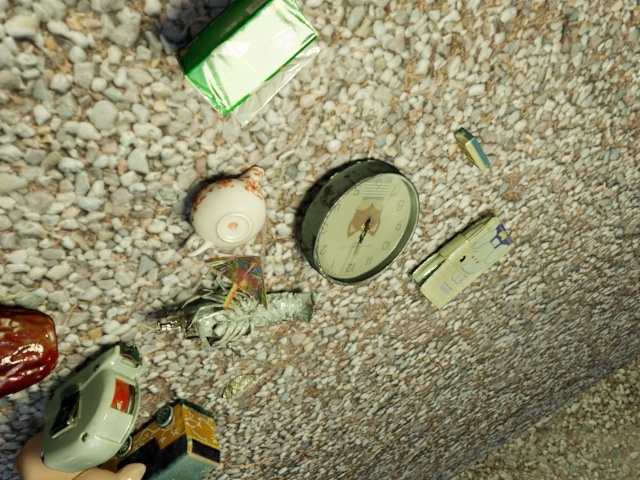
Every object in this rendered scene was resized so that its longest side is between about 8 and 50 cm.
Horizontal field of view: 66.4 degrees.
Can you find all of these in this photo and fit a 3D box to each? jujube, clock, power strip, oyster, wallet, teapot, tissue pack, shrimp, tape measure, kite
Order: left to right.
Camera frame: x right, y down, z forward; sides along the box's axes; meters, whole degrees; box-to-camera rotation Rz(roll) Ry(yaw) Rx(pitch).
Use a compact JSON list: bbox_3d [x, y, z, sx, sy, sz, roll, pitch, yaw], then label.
[{"bbox_3d":[-0.685,0.227,0.938,0.317,0.223,0.223,-6,129,-33],"label":"jujube"},{"bbox_3d":[-0.536,0.394,1.142,0.243,0.246,0.125,-36,130,12],"label":"tape measure"},{"bbox_3d":[-0.204,-0.047,1.048,0.245,0.116,0.159,-34,145,10],"label":"teapot"},{"bbox_3d":[-0.203,0.188,1.201,0.410,0.166,0.222,-5,96,-38],"label":"shrimp"},{"bbox_3d":[-0.237,0.445,1.460,0.098,0.037,0.100,0,126,-26],"label":"oyster"},{"bbox_3d":[-0.187,0.093,1.159,0.190,0.159,0.010,39,146,-4],"label":"kite"},{"bbox_3d":[-0.114,-0.314,0.836,0.209,0.148,0.156,-40,132,6],"label":"tissue pack"},{"bbox_3d":[0.105,-0.035,1.199,0.324,0.067,0.325,-19,129,-25],"label":"clock"},{"bbox_3d":[0.431,0.065,1.472,0.309,0.077,0.223,-42,136,6],"label":"wallet"},{"bbox_3d":[0.380,-0.226,1.224,0.032,0.056,0.123,-42,133,10],"label":"power strip"}]

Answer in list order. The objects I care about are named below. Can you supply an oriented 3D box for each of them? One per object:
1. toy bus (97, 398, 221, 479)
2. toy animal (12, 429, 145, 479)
[{"bbox_3d":[-0.456,0.625,1.386,0.323,0.194,0.162,-37,135,4],"label":"toy bus"},{"bbox_3d":[-0.616,0.618,1.214,0.269,0.327,0.237,-26,167,15],"label":"toy animal"}]
